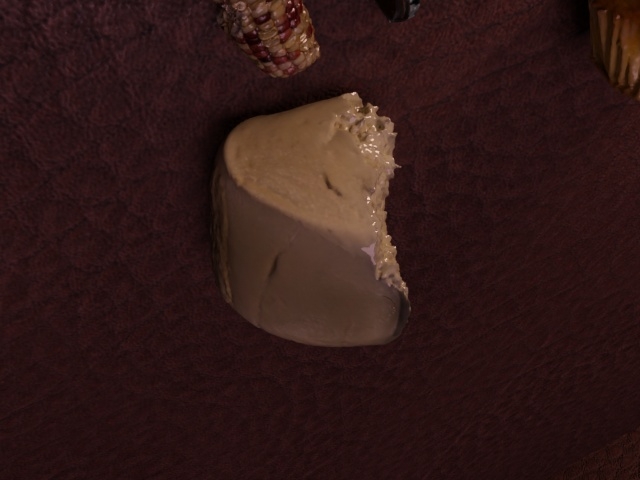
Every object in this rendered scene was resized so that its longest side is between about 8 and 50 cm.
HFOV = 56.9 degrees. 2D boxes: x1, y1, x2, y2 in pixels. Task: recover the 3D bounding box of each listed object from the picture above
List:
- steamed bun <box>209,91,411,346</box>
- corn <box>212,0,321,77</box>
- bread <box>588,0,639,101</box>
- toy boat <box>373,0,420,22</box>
[{"bbox_3d":[0.000,0.000,0.737,0.273,0.272,0.290,-13,131,-12],"label":"steamed bun"},{"bbox_3d":[-0.089,-0.267,0.571,0.098,0.098,0.290,-32,138,7],"label":"corn"},{"bbox_3d":[0.466,-0.305,0.698,0.288,0.204,0.156,-24,140,5],"label":"bread"},{"bbox_3d":[0.078,-0.302,0.641,0.066,0.059,0.140,-49,136,-13],"label":"toy boat"}]
